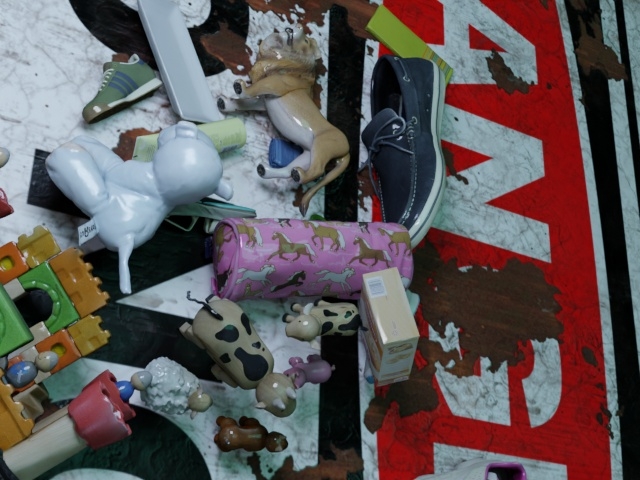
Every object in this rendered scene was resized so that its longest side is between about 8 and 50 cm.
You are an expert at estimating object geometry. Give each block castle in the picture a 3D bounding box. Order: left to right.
[{"bbox_3d":[-0.423,0.095,1.414,0.213,0.303,0.453,-31,91,-10],"label":"block castle"}]

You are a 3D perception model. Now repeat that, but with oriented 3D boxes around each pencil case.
[{"bbox_3d":[-0.013,0.040,1.822,0.386,0.167,0.160,0,87,-27],"label":"pencil case"}]

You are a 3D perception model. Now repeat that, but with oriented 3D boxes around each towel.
[{"bbox_3d":[-0.049,-0.163,1.994,0.120,0.029,0.067,15,59,-28],"label":"towel"},{"bbox_3d":[0.209,-0.443,2.299,0.237,0.021,0.102,39,48,-13],"label":"towel"}]

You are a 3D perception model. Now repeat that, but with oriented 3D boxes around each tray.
[{"bbox_3d":[-0.278,-0.342,1.887,0.145,0.030,0.270,0,68,-66],"label":"tray"}]

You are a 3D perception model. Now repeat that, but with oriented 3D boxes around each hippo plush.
[{"bbox_3d":[-0.288,-0.113,1.613,0.234,0.237,0.294,51,8,-18],"label":"hippo plush"}]

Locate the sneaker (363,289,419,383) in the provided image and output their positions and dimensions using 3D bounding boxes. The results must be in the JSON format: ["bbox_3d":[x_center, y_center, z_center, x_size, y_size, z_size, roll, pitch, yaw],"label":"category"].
[{"bbox_3d":[0.118,0.179,1.937,0.092,0.087,0.228,31,50,-10],"label":"sneaker"}]

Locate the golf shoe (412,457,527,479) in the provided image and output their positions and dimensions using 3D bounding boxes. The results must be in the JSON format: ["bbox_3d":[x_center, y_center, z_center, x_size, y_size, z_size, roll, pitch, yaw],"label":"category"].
[{"bbox_3d":[0.262,0.482,1.867,0.306,0.140,0.115,-18,83,-37],"label":"golf shoe"}]

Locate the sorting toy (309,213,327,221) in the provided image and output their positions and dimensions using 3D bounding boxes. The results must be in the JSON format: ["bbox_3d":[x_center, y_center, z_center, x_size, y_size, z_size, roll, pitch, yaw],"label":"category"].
[{"bbox_3d":[0.000,0.000,1.959,0.061,0.042,0.102,-15,67,-53],"label":"sorting toy"}]

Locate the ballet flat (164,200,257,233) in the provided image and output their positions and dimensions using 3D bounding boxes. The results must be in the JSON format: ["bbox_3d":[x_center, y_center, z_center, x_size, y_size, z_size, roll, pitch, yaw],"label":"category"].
[{"bbox_3d":[-0.220,-0.047,1.816,0.213,0.072,0.068,13,91,-29],"label":"ballet flat"}]

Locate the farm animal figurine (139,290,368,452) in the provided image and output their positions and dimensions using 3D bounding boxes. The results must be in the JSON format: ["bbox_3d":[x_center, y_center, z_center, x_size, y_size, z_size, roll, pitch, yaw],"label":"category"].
[{"bbox_3d":[-0.092,0.198,1.641,0.327,0.172,0.330,38,77,-28],"label":"farm animal figurine"}]

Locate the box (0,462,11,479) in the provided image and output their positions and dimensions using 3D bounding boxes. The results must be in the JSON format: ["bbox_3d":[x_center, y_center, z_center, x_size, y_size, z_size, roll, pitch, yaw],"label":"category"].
[{"bbox_3d":[-0.531,0.301,1.394,0.077,0.147,0.180,-32,91,-39],"label":"box"}]

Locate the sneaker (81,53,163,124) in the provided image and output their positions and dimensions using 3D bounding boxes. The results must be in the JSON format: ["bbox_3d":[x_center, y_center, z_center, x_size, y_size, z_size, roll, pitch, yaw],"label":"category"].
[{"bbox_3d":[-0.377,-0.281,1.799,0.086,0.064,0.192,56,45,-4],"label":"sneaker"}]

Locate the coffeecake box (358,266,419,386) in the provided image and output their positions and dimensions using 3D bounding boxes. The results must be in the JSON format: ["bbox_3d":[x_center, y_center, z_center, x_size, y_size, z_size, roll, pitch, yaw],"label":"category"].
[{"bbox_3d":[0.120,0.159,1.790,0.068,0.185,0.142,-12,59,-8],"label":"coffeecake box"}]

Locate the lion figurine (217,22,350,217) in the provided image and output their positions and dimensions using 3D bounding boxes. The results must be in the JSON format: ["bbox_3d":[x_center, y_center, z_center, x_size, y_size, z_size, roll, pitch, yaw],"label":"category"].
[{"bbox_3d":[-0.041,-0.239,1.948,0.240,0.142,0.392,-18,76,-37],"label":"lion figurine"}]

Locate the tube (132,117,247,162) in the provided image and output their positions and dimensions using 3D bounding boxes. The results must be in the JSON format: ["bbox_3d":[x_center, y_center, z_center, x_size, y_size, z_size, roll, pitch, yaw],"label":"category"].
[{"bbox_3d":[-0.247,-0.180,1.832,0.240,0.062,0.070,-20,103,-39],"label":"tube"}]

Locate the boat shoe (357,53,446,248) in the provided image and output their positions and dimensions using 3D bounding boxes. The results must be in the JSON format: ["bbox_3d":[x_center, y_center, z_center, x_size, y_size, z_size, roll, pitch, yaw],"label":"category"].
[{"bbox_3d":[0.163,-0.192,2.063,0.156,0.187,0.500,20,56,-21],"label":"boat shoe"}]
